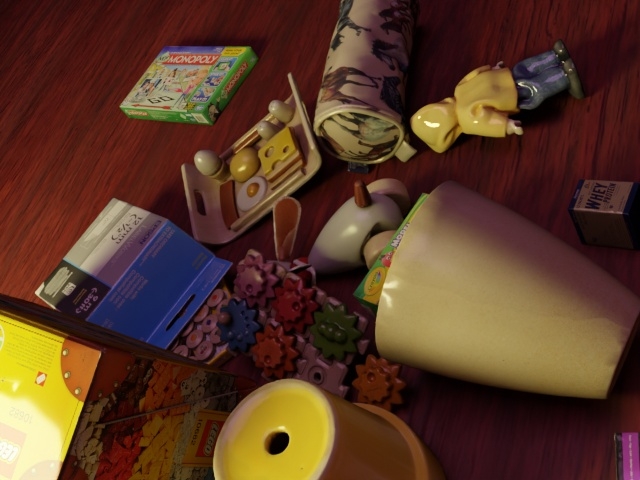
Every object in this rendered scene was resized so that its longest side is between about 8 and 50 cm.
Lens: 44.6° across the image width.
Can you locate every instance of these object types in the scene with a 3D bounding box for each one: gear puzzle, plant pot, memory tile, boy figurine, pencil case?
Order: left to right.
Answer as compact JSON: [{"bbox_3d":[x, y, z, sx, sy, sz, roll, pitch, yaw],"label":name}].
[{"bbox_3d":[-0.202,0.156,1.336,0.148,0.012,0.113,-47,42,-4],"label":"memory tile"},{"bbox_3d":[-0.022,0.158,1.158,0.339,0.044,0.175,30,105,28],"label":"gear puzzle"},{"bbox_3d":[0.001,0.294,0.959,0.254,0.239,0.254,-18,45,20],"label":"plant pot"},{"bbox_3d":[0.100,-0.325,1.480,0.160,0.184,0.410,-37,33,45],"label":"pencil case"},{"bbox_3d":[0.293,-0.229,1.316,0.285,0.092,0.177,-24,45,16],"label":"boy figurine"},{"bbox_3d":[0.251,0.087,0.992,0.274,0.256,0.256,22,67,25],"label":"plant pot"}]

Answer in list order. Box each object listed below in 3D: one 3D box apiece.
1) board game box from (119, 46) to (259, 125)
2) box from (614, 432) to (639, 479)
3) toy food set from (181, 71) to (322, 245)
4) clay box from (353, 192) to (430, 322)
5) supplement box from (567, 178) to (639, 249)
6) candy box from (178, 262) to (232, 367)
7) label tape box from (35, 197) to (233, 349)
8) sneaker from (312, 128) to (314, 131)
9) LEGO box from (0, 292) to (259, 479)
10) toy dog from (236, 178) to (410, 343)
[{"bbox_3d":[-0.323,-0.380,1.890,0.317,0.046,0.213,11,62,39],"label":"board game box"},{"bbox_3d":[0.411,0.269,0.858,0.162,0.029,0.116,-9,51,30],"label":"box"},{"bbox_3d":[-0.139,-0.156,1.490,0.306,0.092,0.219,-37,47,23],"label":"toy food set"},{"bbox_3d":[0.151,0.032,1.161,0.053,0.127,0.222,19,66,42],"label":"clay box"},{"bbox_3d":[0.401,-0.036,1.083,0.083,0.083,0.056,8,58,39],"label":"supplement box"},{"bbox_3d":[-0.193,0.134,1.378,0.105,0.027,0.206,-40,42,4],"label":"candy box"},{"bbox_3d":[-0.356,0.071,1.455,0.348,0.115,0.249,17,66,51],"label":"label tape box"},{"bbox_3d":[-0.072,-0.215,1.573,0.119,0.057,0.047,-8,48,28],"label":"sneaker"},{"bbox_3d":[-0.404,0.203,1.117,0.500,0.372,0.193,13,81,27],"label":"LEGO box"},{"bbox_3d":[0.000,0.000,1.265,0.334,0.161,0.220,-37,42,1],"label":"toy dog"}]
